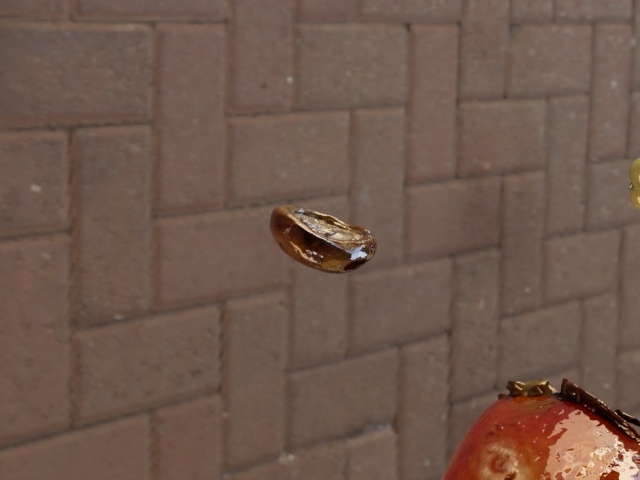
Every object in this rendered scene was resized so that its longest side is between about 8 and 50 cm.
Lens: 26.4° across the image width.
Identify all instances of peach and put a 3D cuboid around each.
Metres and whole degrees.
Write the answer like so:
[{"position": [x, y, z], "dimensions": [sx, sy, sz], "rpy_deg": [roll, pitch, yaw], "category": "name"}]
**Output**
[{"position": [0.316, 0.378, 1.736], "dimensions": [0.353, 0.416, 0.339], "rpy_deg": [-10, 129, -2], "category": "peach"}]

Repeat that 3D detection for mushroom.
[{"position": [0.000, 0.000, 1.426], "dimensions": [0.123, 0.123, 0.052], "rpy_deg": [11, 107, -43], "category": "mushroom"}]

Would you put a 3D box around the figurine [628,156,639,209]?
[{"position": [0.431, -0.064, 1.510], "dimensions": [0.093, 0.197, 0.147], "rpy_deg": [-8, 96, -34], "category": "figurine"}]
